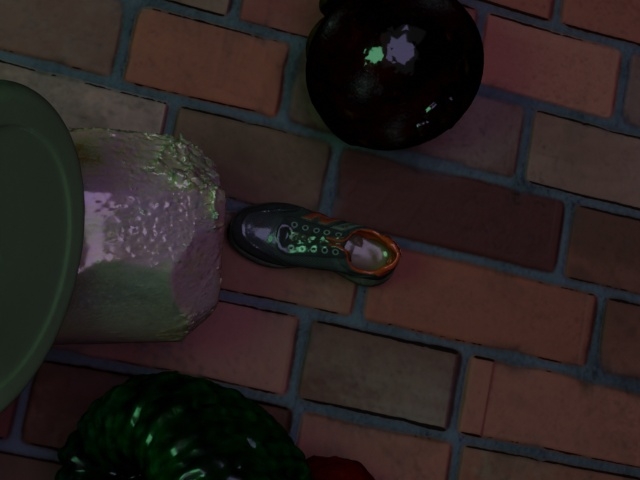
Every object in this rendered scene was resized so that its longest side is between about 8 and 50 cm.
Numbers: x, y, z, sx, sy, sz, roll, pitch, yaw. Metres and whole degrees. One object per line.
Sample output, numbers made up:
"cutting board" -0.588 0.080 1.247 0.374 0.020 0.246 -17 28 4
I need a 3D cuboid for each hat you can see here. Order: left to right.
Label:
"hat" -0.079 0.275 1.410 0.332 0.242 0.274 16 34 -45

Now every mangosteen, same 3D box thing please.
"mangosteen" 0.075 -0.196 1.523 0.210 0.210 0.210 2 82 -15

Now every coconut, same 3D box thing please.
"coconut" -0.227 -0.009 1.386 0.245 0.233 0.233 1 82 -20

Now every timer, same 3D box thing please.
"timer" -0.400 -0.015 1.167 0.315 0.291 0.290 14 77 20

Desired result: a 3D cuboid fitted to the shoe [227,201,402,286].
"shoe" -0.002 0.000 1.526 0.194 0.077 0.074 15 79 -13
